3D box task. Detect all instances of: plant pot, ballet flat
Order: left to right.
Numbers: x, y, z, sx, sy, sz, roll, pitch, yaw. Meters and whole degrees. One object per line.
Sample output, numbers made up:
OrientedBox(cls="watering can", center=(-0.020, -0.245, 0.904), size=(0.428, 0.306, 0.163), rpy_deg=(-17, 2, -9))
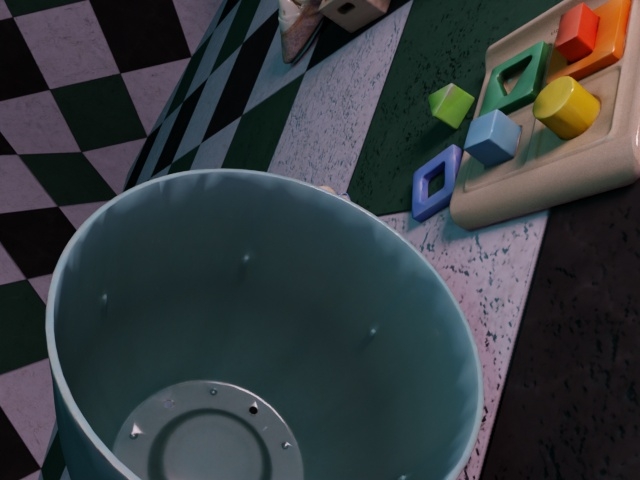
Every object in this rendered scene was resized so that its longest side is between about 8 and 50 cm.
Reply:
OrientedBox(cls="plant pot", center=(-0.060, 0.126, 0.478), size=(0.293, 0.293, 0.235), rpy_deg=(-92, 20, -46))
OrientedBox(cls="ballet flat", center=(-0.018, -0.478, 1.168), size=(0.316, 0.106, 0.107), rpy_deg=(-43, 32, 40))

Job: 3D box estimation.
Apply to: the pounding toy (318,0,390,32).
OrientedBox(cls="pounding toy", center=(0.066, -0.427, 0.954), size=(0.141, 0.100, 0.130), rpy_deg=(3, 69, 64))

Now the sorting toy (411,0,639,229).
OrientedBox(cls="sorting toy", center=(0.179, -0.119, 0.495), size=(0.348, 0.047, 0.195), rpy_deg=(-20, 49, 57))

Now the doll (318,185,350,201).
OrientedBox(cls="doll", center=(0.000, 0.000, 0.744), size=(0.129, 0.046, 0.189), rpy_deg=(-45, 31, 36))
